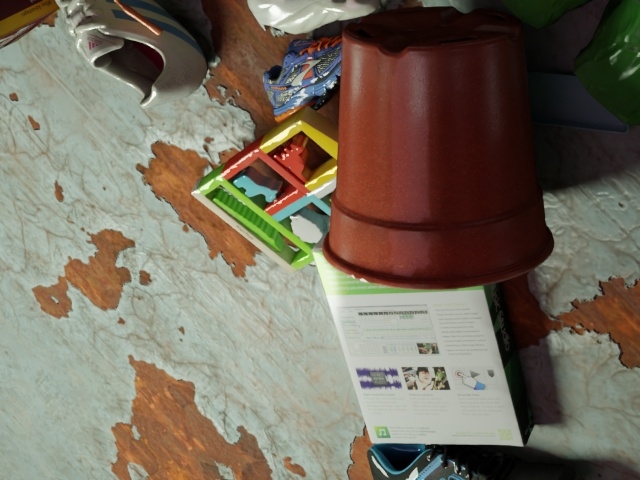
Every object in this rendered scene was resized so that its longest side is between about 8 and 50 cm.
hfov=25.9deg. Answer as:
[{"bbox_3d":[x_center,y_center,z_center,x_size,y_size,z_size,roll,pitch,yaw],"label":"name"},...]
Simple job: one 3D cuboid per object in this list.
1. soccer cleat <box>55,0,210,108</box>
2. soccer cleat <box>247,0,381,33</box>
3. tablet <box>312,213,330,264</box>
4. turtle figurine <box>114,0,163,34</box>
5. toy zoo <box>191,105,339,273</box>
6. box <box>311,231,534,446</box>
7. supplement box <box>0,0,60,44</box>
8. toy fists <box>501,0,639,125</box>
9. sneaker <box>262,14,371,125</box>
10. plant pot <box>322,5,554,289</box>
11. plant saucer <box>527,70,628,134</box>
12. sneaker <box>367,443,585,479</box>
[{"bbox_3d":[-0.294,-0.310,1.865,0.331,0.143,0.116,42,134,7],"label":"soccer cleat"},{"bbox_3d":[-0.003,-0.291,1.724,0.196,0.068,0.076,9,137,34],"label":"soccer cleat"},{"bbox_3d":[0.000,0.000,1.944,0.054,0.006,0.083,10,124,31],"label":"tablet"},{"bbox_3d":[-0.232,-0.419,1.789,0.217,0.087,0.269,-39,83,37],"label":"turtle figurine"},{"bbox_3d":[-0.014,-0.069,1.837,0.192,0.030,0.293,39,138,-20],"label":"toy zoo"},{"bbox_3d":[0.140,0.131,1.862,0.232,0.058,0.322,-3,120,27],"label":"box"},{"bbox_3d":[-0.508,-0.356,1.959,0.129,0.191,0.194,-23,102,43],"label":"supplement box"},{"bbox_3d":[0.308,-0.258,1.491,0.279,0.096,0.142,47,144,0],"label":"toy fists"},{"bbox_3d":[-0.004,-0.223,1.754,0.221,0.083,0.087,-35,89,42],"label":"sneaker"},{"bbox_3d":[0.129,-0.118,1.589,0.272,0.272,0.265,10,115,32],"label":"plant pot"},{"bbox_3d":[0.271,-0.167,1.628,0.192,0.018,0.067,11,123,32],"label":"plant saucer"},{"bbox_3d":[0.203,0.335,1.928,0.341,0.125,0.139,-11,109,40],"label":"sneaker"}]
